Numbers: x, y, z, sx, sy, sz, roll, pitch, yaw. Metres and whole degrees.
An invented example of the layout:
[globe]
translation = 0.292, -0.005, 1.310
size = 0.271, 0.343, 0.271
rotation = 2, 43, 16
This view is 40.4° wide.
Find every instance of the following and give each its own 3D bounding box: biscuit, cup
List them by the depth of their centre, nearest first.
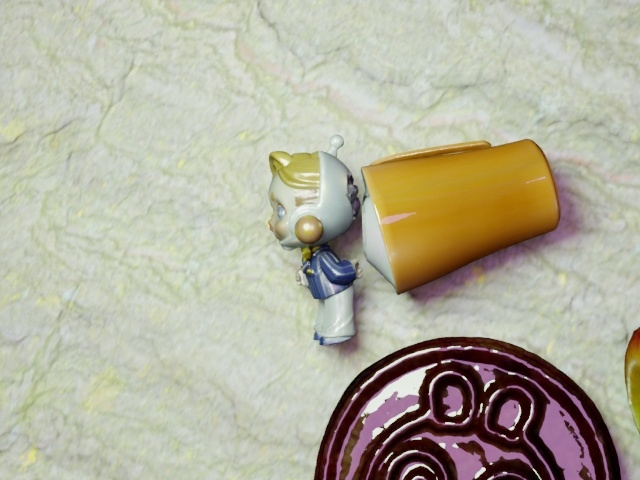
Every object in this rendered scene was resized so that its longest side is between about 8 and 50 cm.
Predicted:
[biscuit]
translation = 0.187, 0.325, 1.143
size = 0.407, 0.091, 0.407
rotation = -3, 77, 12
[cup]
translation = 0.176, -0.056, 1.201
size = 0.264, 0.182, 0.226
rotation = -16, 44, 2

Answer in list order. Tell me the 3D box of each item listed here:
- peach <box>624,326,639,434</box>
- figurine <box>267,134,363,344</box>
[peach]
translation = 0.514, 0.191, 1.030
size = 0.275, 0.248, 0.245
rotation = -9, 112, 10
[figurine]
translation = 0.002, 0.004, 1.204
size = 0.133, 0.194, 0.274
rotation = -13, 74, -7
